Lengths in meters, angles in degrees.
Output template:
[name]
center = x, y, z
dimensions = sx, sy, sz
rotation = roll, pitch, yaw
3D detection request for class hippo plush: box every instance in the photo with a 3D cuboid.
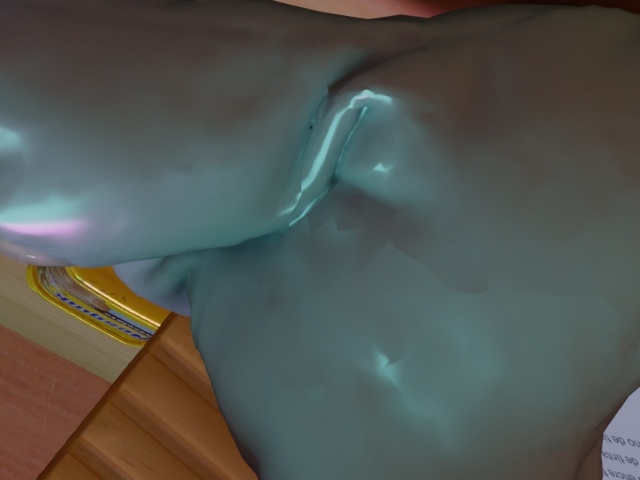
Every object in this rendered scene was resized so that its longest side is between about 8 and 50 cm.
[hippo plush]
center = 0.032, 0.059, 0.459
dimensions = 0.294, 0.237, 0.234
rotation = 5, -179, 22

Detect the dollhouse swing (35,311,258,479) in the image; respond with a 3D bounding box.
[dollhouse swing]
center = 0.042, 0.196, 0.918
dimensions = 0.305, 0.347, 0.315
rotation = 47, 161, -25

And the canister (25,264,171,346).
[canister]
center = -0.155, 0.029, 1.299
dimensions = 0.126, 0.073, 0.170
rotation = 31, 167, -13

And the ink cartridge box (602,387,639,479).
[ink cartridge box]
center = 0.111, 0.069, 0.724
dimensions = 0.224, 0.045, 0.223
rotation = 56, 159, -17
